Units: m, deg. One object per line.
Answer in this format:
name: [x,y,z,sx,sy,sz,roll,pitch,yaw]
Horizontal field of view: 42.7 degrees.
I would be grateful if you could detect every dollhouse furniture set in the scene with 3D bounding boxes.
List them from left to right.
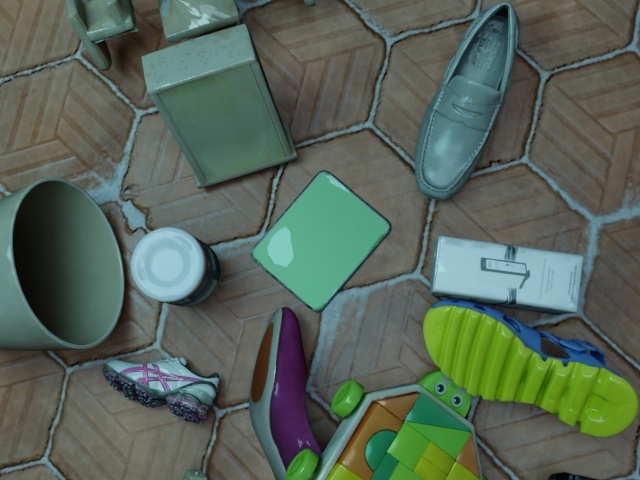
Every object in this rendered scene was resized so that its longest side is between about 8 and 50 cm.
dollhouse furniture set: [-0.181,-0.327,1.301,0.362,0.256,0.394,-17,60,2]

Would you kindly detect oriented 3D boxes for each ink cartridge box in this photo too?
ink cartridge box: [0.266,0.053,1.210,0.203,0.148,0.086,8,85,7]

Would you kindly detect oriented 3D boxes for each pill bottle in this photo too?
pill bottle: [-0.208,0.045,1.234,0.108,0.180,0.108,-1,82,4]

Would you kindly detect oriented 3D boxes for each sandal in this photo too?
sandal: [0.300,0.175,1.201,0.317,0.138,0.126,26,113,7]

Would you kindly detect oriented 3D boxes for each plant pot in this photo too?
plant pot: [-0.485,0.062,1.244,0.274,0.256,0.256,-14,81,20]

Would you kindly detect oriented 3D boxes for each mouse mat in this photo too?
mouse mat: [0.000,0.000,1.311,0.152,0.007,0.189,40,88,9]

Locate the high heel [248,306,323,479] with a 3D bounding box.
high heel: [-0.013,0.294,1.241,0.181,0.127,0.377,7,81,-18]

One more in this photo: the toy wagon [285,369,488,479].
toy wagon: [0.123,0.313,1.182,0.267,0.068,0.344,38,73,-11]

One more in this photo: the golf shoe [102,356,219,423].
golf shoe: [-0.248,0.219,1.280,0.186,0.067,0.086,18,55,9]

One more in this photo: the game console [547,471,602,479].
game console: [0.374,0.418,1.187,0.085,0.124,0.144,7,82,32]

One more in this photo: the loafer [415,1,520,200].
loafer: [0.226,-0.218,1.268,0.112,0.111,0.319,18,84,7]

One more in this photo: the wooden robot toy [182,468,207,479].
wooden robot toy: [-0.189,0.438,1.251,0.079,0.076,0.173,12,82,-29]
